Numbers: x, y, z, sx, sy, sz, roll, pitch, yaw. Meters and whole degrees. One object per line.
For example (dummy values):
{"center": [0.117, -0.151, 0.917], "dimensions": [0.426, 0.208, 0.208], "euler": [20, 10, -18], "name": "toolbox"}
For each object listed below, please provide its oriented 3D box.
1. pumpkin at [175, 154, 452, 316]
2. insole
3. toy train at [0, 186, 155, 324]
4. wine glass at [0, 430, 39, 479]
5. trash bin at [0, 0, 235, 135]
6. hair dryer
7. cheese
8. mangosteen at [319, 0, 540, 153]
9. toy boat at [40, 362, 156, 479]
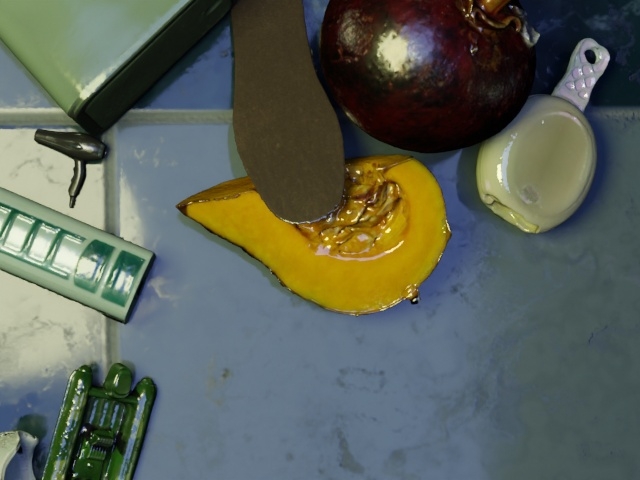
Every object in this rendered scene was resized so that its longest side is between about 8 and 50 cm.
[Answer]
{"center": [-0.003, 0.000, 1.273], "dimensions": [0.278, 0.111, 0.163], "euler": [-10, 104, -1], "name": "pumpkin"}
{"center": [-0.043, -0.161, 1.245], "dimensions": [0.111, 0.007, 0.328], "euler": [-10, 64, -1], "name": "insole"}
{"center": [-0.376, -0.029, 1.227], "dimensions": [0.407, 0.088, 0.086], "euler": [23, 85, -4], "name": "toy train"}
{"center": [-0.389, 0.271, 1.181], "dimensions": [0.196, 0.165, 0.165], "euler": [1, 87, -1], "name": "wine glass"}
{"center": [-0.280, -0.312, 1.209], "dimensions": [0.223, 0.158, 0.343], "euler": [-44, 91, -3], "name": "trash bin"}
{"center": [-0.277, -0.078, 1.274], "dimensions": [0.079, 0.031, 0.083], "euler": [12, 94, 5], "name": "hair dryer"}
{"center": [0.261, -0.123, 1.309], "dimensions": [0.137, 0.064, 0.227], "euler": [31, 80, -20], "name": "cheese"}
{"center": [0.132, -0.213, 1.203], "dimensions": [0.235, 0.261, 0.236], "euler": [17, 57, -29], "name": "mangosteen"}
{"center": [-0.240, 0.232, 1.242], "dimensions": [0.104, 0.052, 0.210], "euler": [18, 84, -35], "name": "toy boat"}
